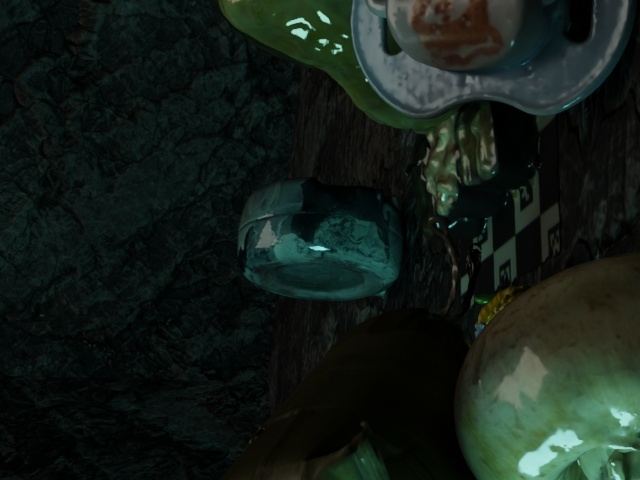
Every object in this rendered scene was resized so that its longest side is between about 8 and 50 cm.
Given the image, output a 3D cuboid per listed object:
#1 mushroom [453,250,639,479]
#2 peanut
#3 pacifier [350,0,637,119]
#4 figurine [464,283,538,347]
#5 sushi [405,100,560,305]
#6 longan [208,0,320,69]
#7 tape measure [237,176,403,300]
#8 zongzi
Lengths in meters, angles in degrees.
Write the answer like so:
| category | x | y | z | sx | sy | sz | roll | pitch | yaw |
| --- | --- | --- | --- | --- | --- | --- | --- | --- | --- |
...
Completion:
| category | x | y | z | sx | sy | sz | roll | pitch | yaw |
| --- | --- | --- | --- | --- | --- | --- | --- | --- | --- |
| mushroom | 0.187 | 0.126 | 0.837 | 0.254 | 0.189 | 0.195 | 89 | 178 | -52 |
| peanut | 0.040 | -0.222 | 1.262 | 0.159 | 0.291 | 0.143 | -42 | 27 | 35 |
| pacifier | 0.169 | -0.221 | 1.139 | 0.207 | 0.279 | 0.227 | 5 | -92 | -57 |
| figurine | 0.177 | 0.085 | 1.178 | 0.156 | 0.115 | 0.095 | -98 | 23 | -60 |
| sushi | 0.157 | -0.091 | 1.395 | 0.373 | 0.100 | 0.296 | 128 | 143 | -76 |
| longan | 0.001 | -0.435 | 1.587 | 0.404 | 0.404 | 0.436 | -107 | 28 | -66 |
| tape measure | 0.000 | 0.000 | 1.923 | 0.275 | 0.256 | 0.147 | 99 | 175 | -69 |
| zongzi | 0.099 | 0.236 | 0.999 | 0.418 | 0.181 | 0.447 | 60 | -153 | -8 |
